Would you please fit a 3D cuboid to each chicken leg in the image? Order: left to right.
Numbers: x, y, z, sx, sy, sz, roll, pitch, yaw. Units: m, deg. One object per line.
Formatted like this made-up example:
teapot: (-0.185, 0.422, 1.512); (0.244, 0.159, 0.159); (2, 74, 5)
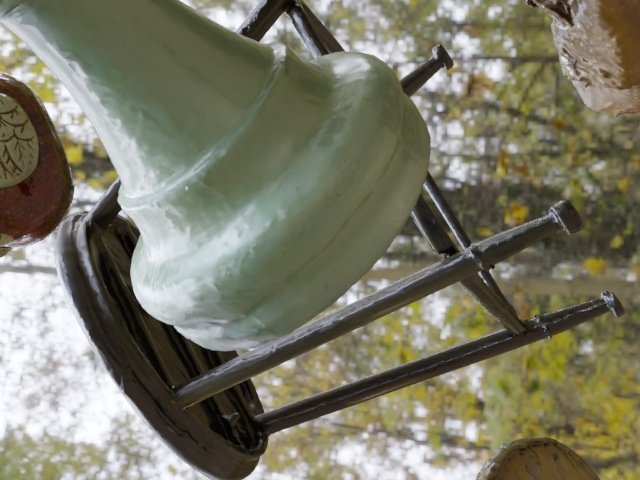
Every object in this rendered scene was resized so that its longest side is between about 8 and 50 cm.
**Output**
chicken leg: (0.163, -0.140, 0.657); (0.207, 0.085, 0.101); (30, -122, -62)

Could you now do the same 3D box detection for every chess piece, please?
chess piece: (-0.100, -0.098, 0.609); (0.299, 0.194, 0.194); (45, -128, -24)

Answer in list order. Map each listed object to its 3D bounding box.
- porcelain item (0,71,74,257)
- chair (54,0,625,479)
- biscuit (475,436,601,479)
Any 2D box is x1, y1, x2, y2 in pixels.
porcelain item: (-0.453, -0.094, 1.507); (0.253, 0.253, 0.253); (-13, -75, -60)
chair: (0.000, 0.000, 1.096); (0.365, 0.410, 0.362); (59, -171, 22)
biscuit: (0.140, 0.206, 0.750); (0.141, 0.038, 0.290); (59, -150, -12)
